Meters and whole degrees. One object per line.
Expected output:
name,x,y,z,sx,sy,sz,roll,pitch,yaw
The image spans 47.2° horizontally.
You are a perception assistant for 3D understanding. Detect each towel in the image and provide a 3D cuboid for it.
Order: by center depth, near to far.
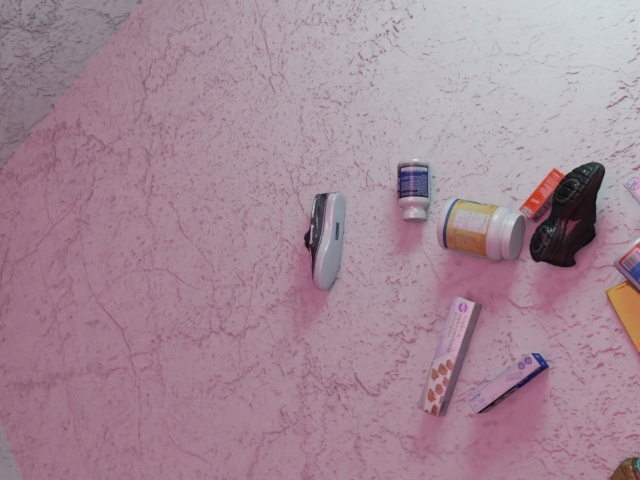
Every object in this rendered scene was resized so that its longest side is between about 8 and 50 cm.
towel,0.790,0.205,1.768,0.102,0.021,0.237,-29,67,17

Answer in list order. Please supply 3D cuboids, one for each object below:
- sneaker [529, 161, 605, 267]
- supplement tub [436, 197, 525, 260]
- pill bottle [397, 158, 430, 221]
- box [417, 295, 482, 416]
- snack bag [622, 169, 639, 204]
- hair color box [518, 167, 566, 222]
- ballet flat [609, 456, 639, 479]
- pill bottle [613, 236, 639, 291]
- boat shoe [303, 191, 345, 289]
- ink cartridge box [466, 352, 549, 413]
sneaker,0.640,-0.061,1.839,0.109,0.130,0.286,-102,34,-66
supplement tub,0.425,-0.028,1.944,0.200,0.144,0.144,13,88,30
pill bottle,0.265,-0.140,2.084,0.094,0.094,0.169,-5,79,29
box,0.348,0.313,1.975,0.063,0.067,0.324,19,92,31
snack bag,0.924,-0.088,1.661,0.323,0.037,0.342,-39,78,31
hair color box,0.585,-0.117,1.910,0.043,0.072,0.141,44,103,28
ballet flat,0.770,0.664,1.655,0.124,0.116,0.342,-48,60,37
pill bottle,0.809,0.094,1.712,0.124,0.124,0.221,-45,67,16
boat shoe,0.000,0.000,2.207,0.102,0.108,0.301,1,80,30
ink cartridge box,0.478,0.365,1.871,0.207,0.097,0.046,-42,64,17
